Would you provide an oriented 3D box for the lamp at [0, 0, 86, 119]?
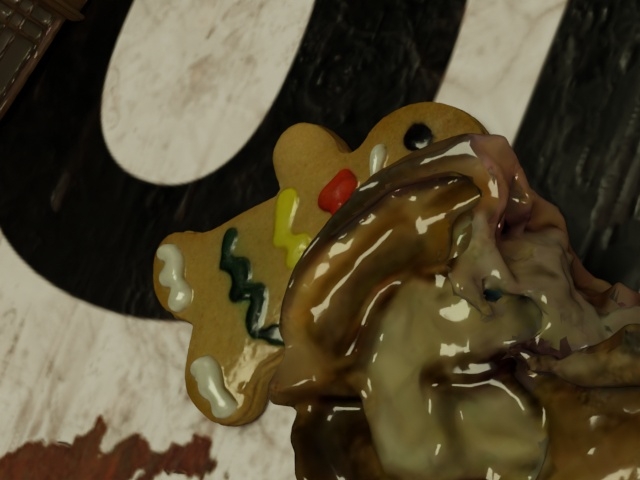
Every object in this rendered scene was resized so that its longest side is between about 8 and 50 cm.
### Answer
[{"bbox_3d":[-0.302,-0.069,1.133,0.090,0.089,0.325,36,92,37],"label":"lamp"}]

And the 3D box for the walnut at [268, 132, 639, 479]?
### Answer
[{"bbox_3d":[0.092,0.077,0.805,0.204,0.141,0.238,-52,56,19],"label":"walnut"}]

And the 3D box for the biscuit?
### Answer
[{"bbox_3d":[-0.001,0.000,0.954,0.240,0.035,0.158,-38,59,15],"label":"biscuit"}]
